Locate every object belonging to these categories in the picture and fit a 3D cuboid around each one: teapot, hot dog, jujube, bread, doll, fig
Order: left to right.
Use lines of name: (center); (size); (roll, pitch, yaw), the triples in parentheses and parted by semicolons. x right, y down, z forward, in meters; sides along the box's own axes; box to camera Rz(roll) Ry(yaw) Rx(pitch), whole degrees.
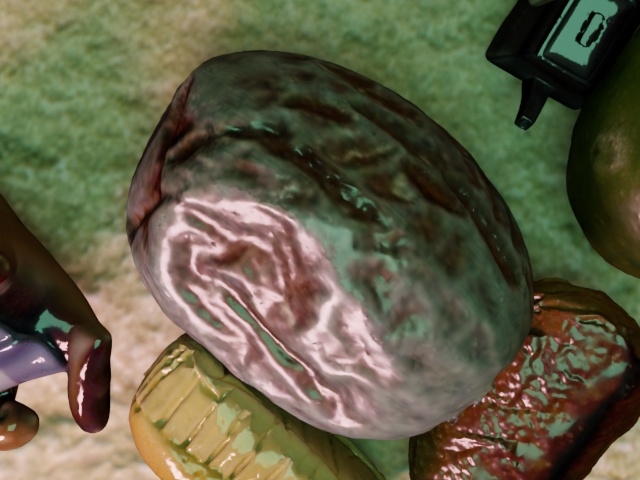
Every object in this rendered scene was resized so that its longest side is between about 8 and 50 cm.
doll: (-0.349, 0.080, 1.212); (0.340, 0.209, 0.318); (-33, 100, 9)
bread: (-0.049, 0.175, 1.281); (0.236, 0.140, 0.106); (44, 102, -8)
jujube: (0.002, -0.003, 1.202); (0.308, 0.215, 0.246); (48, 130, -10)
hot dog: (0.166, 0.136, 1.298); (0.160, 0.099, 0.227); (38, 101, -10)
teapot: (0.194, -0.163, 1.226); (0.087, 0.096, 0.177); (30, 101, -8)
fig: (0.279, -0.086, 1.204); (0.195, 0.195, 0.245); (-7, 103, 0)

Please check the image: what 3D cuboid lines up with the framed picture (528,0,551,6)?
framed picture: (0.263, -0.323, 1.146); (0.315, 0.024, 0.232); (-17, 84, 20)
